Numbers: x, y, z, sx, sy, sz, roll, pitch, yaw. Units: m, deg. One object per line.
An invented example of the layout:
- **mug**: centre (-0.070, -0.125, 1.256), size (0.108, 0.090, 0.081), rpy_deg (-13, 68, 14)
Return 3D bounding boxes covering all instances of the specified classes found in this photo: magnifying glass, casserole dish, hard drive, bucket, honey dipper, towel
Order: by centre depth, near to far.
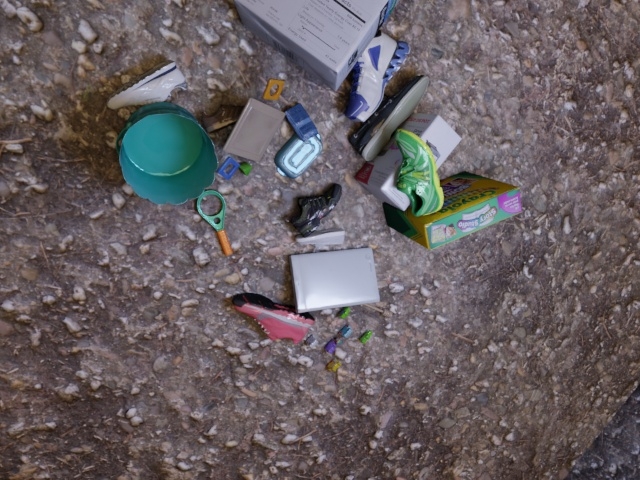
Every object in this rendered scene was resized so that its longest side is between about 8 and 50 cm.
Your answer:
- **bucket**: centre (-0.447, -0.259, 1.524), size (0.281, 0.183, 0.281), rpy_deg (-10, 121, -17)
- **towel**: centre (-0.061, -0.384, 1.711), size (0.067, 0.029, 0.119), rpy_deg (-32, 90, -10)
- **magnifying glass**: centre (-0.338, -0.057, 1.735), size (0.092, 0.026, 0.230), rpy_deg (-21, 112, -13)
- **casserole dish**: centre (-0.067, -0.289, 1.757), size (0.188, 0.037, 0.114), rpy_deg (-48, 115, -2)
- **hard drive**: centre (0.051, 0.139, 1.882), size (0.308, 0.040, 0.203), rpy_deg (-5, 82, -18)
- **honey dipper**: centre (0.205, 0.258, 2.019), size (0.161, 0.030, 0.030), rpy_deg (25, 96, -22)

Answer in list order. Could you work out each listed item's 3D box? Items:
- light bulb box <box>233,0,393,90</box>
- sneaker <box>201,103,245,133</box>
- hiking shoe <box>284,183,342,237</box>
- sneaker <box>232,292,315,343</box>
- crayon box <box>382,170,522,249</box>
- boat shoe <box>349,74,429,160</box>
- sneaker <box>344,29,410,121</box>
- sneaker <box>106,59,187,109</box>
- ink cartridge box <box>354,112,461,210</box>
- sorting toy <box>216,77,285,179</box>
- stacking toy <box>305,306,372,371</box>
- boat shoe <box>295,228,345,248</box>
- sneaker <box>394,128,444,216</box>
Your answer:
- **light bulb box**: centre (0.008, -0.695, 1.500), size (0.358, 0.225, 0.361), rpy_deg (36, 92, -2)
- **sneaker**: centre (-0.277, -0.397, 1.634), size (0.188, 0.066, 0.071), rpy_deg (-26, 97, -18)
- **hiking shoe**: centre (-0.018, -0.123, 1.792), size (0.114, 0.086, 0.227), rpy_deg (39, 74, -5)
- **sneaker**: centre (-0.174, 0.285, 1.846), size (0.314, 0.116, 0.136), rpy_deg (22, 99, -24)
- **crayon box**: centre (0.450, -0.117, 1.839), size (0.363, 0.313, 0.106), rpy_deg (-22, 112, -13)
- **boat shoe**: centre (0.225, -0.433, 1.780), size (0.340, 0.113, 0.127), rpy_deg (-53, 158, 11)
- **sneaker**: centre (0.138, -0.554, 1.713), size (0.182, 0.127, 0.315), rpy_deg (31, 87, -21)
- **sneaker**: centre (-0.506, -0.432, 1.536), size (0.235, 0.090, 0.094), rpy_deg (-29, 128, -6)
- **ink cartridge box**: centre (0.289, -0.274, 1.784), size (0.131, 0.226, 0.306), rpy_deg (37, 90, -25)
- **sorting toy**: centre (-0.211, -0.345, 1.630), size (0.347, 0.047, 0.196), rpy_deg (-58, 154, 15)
- **stacking toy**: centre (0.070, 0.372, 1.997), size (0.221, 0.052, 0.167), rpy_deg (-43, 116, -6)
- **boat shoe**: centre (0.000, 0.000, 1.856), size (0.184, 0.066, 0.063), rpy_deg (-11, 108, -27)
- **sneaker**: centre (0.290, -0.202, 1.621), size (0.124, 0.109, 0.295), rpy_deg (-30, 113, -13)
